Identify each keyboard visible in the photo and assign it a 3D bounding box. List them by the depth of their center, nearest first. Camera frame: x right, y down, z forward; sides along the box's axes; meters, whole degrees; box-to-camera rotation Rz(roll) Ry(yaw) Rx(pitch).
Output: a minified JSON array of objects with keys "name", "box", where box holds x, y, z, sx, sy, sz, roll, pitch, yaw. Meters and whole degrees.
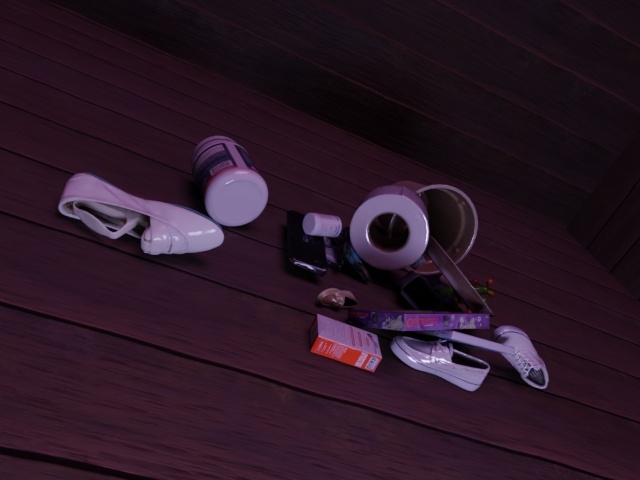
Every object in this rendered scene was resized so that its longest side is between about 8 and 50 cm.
[{"name":"keyboard","box":[-0.013,0.014,1.632,0.202,0.033,0.317,20,27,-14]}]

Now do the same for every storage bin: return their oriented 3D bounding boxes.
[{"name":"storage bin","box":[0.302,0.163,1.650,0.135,0.098,0.091,47,8,-15]}]

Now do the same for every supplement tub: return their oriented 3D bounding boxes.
[{"name":"supplement tub","box":[-0.285,-0.187,1.623,0.191,0.191,0.272,11,29,-33]},{"name":"supplement tub","box":[0.006,-0.048,1.648,0.107,0.071,0.071,6,32,-37]}]

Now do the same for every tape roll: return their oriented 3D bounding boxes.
[{"name":"tape roll","box":[0.224,-0.045,1.698,0.246,0.246,0.169,28,18,2]}]

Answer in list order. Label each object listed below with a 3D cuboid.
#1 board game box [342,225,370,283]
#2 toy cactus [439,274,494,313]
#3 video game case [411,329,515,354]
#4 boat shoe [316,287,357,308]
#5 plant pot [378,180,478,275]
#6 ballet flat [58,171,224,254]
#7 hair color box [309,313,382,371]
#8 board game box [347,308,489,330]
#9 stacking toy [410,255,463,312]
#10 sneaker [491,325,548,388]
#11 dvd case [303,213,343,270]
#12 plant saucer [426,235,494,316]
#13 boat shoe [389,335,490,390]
[{"name":"board game box","box":[0.114,0.043,1.705,0.126,0.026,0.186,52,18,-20]},{"name":"toy cactus","box":[0.500,0.169,1.851,0.181,0.112,0.219,29,31,28]},{"name":"video game case","box":[0.391,0.276,1.472,0.212,0.023,0.193,18,-11,-21]},{"name":"boat shoe","box":[0.049,0.161,1.446,0.135,0.050,0.045,3,28,-42]},{"name":"plant pot","box":[0.358,-0.082,1.970,0.334,0.333,0.305,18,15,-19]},{"name":"ballet flat","box":[-0.439,-0.038,1.281,0.400,0.139,0.139,22,25,-3]},{"name":"hair color box","box":[0.059,0.248,1.283,0.167,0.053,0.093,20,24,-12]},{"name":"board game box","box":[0.269,0.213,1.435,0.347,0.056,0.208,7,-3,-39]},{"name":"stacking toy","box":[0.379,0.149,1.673,0.167,0.052,0.221,50,-2,-36]},{"name":"sneaker","box":[0.587,0.336,1.525,0.258,0.094,0.091,40,19,-27]},{"name":"dvd case","box":[0.000,0.000,1.740,0.179,0.029,0.238,26,26,-2]},{"name":"plant saucer","box":[0.418,0.120,1.639,0.310,0.050,0.310,51,9,-11]},{"name":"boat shoe","box":[0.316,0.304,1.390,0.268,0.088,0.096,27,24,-1]}]
